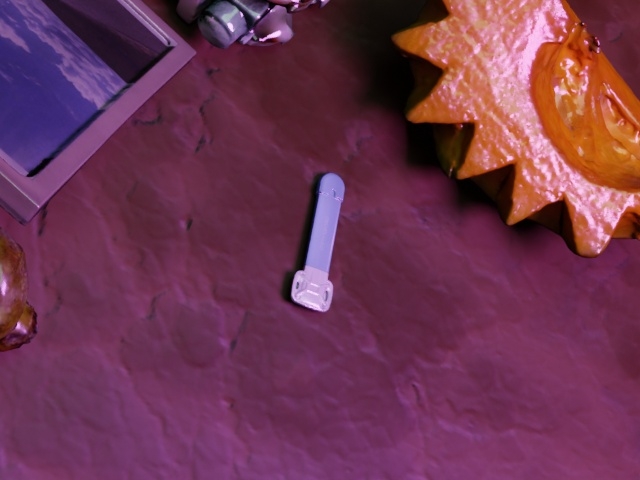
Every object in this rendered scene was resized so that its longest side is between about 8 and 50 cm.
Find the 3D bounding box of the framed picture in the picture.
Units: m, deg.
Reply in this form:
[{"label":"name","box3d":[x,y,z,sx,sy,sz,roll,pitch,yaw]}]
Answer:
[{"label":"framed picture","box3d":[-0.179,-0.121,0.877,0.189,0.023,0.260,43,27,-6]}]

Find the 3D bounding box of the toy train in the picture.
[{"label":"toy train","box3d":[-0.030,-0.207,1.024,0.125,0.081,0.194,40,62,4]}]

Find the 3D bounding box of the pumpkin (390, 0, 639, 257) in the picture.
[{"label":"pumpkin","box3d":[0.140,-0.084,1.062,0.130,0.149,0.254,-39,96,10]}]

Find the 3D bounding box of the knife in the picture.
[{"label":"knife","box3d":[0.000,0.000,0.993,0.027,0.010,0.096,21,60,-17]}]

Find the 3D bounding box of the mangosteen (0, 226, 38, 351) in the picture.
[{"label":"mangosteen","box3d":[-0.232,0.014,0.794,0.172,0.172,0.184,44,32,-5]}]
